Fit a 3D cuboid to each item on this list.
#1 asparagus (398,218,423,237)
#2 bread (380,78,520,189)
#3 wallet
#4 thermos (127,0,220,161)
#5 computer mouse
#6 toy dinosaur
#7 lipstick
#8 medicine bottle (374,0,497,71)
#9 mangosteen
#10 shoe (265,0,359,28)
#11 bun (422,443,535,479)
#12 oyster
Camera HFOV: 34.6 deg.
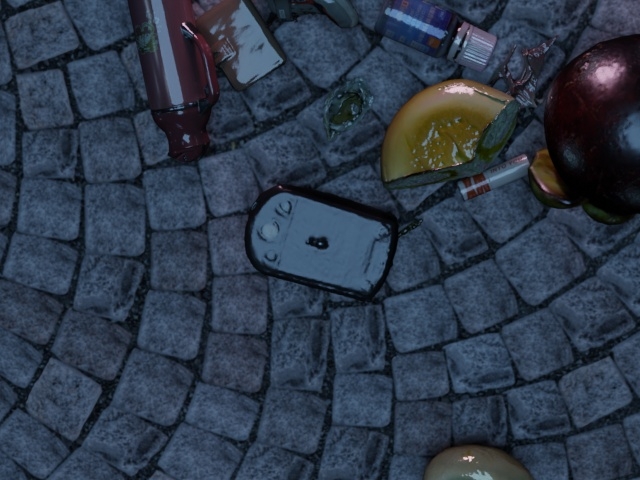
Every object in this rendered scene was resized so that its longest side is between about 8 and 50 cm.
[{"bbox_3d":[0.121,0.007,1.867,0.163,0.016,0.016,-37,71,9],"label":"asparagus"},{"bbox_3d":[0.220,-0.188,1.758,0.261,0.158,0.156,-13,83,22],"label":"bread"},{"bbox_3d":[-0.142,-0.347,1.800,0.118,0.039,0.152,-30,94,7],"label":"wallet"},{"bbox_3d":[-0.242,-0.300,1.777,0.136,0.109,0.330,-9,101,8],"label":"thermos"},{"bbox_3d":[0.000,0.000,1.828,0.269,0.100,0.170,18,101,-3],"label":"computer mouse"},{"bbox_3d":[0.341,-0.269,1.786,0.108,0.032,0.220,42,104,-6],"label":"toy dinosaur"},{"bbox_3d":[0.307,-0.111,1.818,0.131,0.038,0.038,-23,99,7],"label":"lipstick"},{"bbox_3d":[0.198,-0.355,1.755,0.203,0.083,0.083,23,102,-3],"label":"medicine bottle"},{"bbox_3d":[0.501,-0.180,1.667,0.330,0.330,0.329,1,101,3],"label":"mangosteen"},{"bbox_3d":[-0.048,-0.410,1.746,0.228,0.099,0.125,35,93,2],"label":"shoe"},{"bbox_3d":[0.296,0.450,1.896,0.223,0.127,0.222,6,131,7],"label":"bun"},{"bbox_3d":[0.046,-0.236,1.819,0.100,0.037,0.098,-22,119,-13],"label":"oyster"}]
